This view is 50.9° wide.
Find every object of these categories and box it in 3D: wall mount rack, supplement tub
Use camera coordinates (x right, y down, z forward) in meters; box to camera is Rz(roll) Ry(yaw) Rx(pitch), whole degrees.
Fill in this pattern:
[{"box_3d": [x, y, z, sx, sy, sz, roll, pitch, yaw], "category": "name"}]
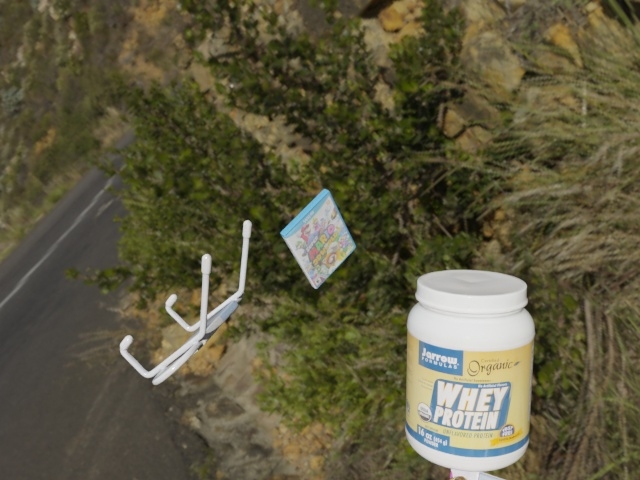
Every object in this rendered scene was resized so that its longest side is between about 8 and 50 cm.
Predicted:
[{"box_3d": [-0.240, 0.124, 1.348, 0.304, 0.130, 0.350, -39, 6, 24], "category": "wall mount rack"}, {"box_3d": [0.171, 0.144, 0.777, 0.144, 0.200, 0.144, -1, 11, 0], "category": "supplement tub"}]

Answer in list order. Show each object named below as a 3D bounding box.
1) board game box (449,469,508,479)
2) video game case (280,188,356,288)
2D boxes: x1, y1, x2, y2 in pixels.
[{"box_3d": [0.320, 0.573, 1.123, 0.066, 0.318, 0.319, -14, 56, 53], "category": "board game box"}, {"box_3d": [0.000, 0.000, 1.249, 0.119, 0.166, 0.015, -45, 47, -16], "category": "video game case"}]
